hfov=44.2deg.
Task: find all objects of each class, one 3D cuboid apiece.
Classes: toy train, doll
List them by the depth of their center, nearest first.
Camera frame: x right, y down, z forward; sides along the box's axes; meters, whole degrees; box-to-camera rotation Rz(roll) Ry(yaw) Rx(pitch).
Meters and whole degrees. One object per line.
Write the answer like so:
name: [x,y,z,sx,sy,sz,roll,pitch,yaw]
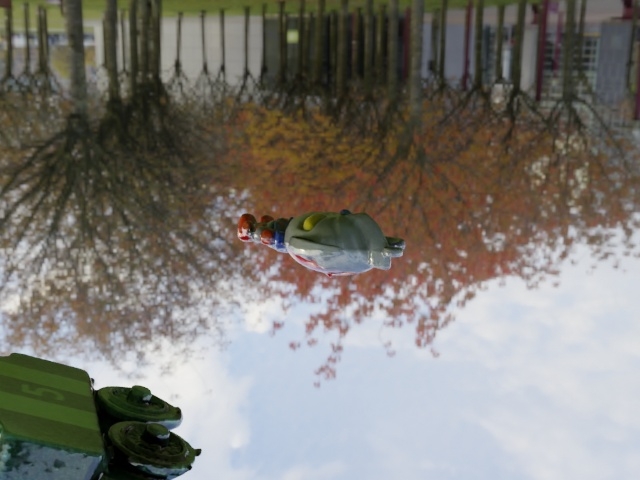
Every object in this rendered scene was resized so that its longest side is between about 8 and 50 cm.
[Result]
doll: [0.001,-0.001,0.733,0.194,0.062,0.104,10,168,46]
toy train: [-0.259,0.232,0.810,0.238,0.167,0.299,20,180,-21]
